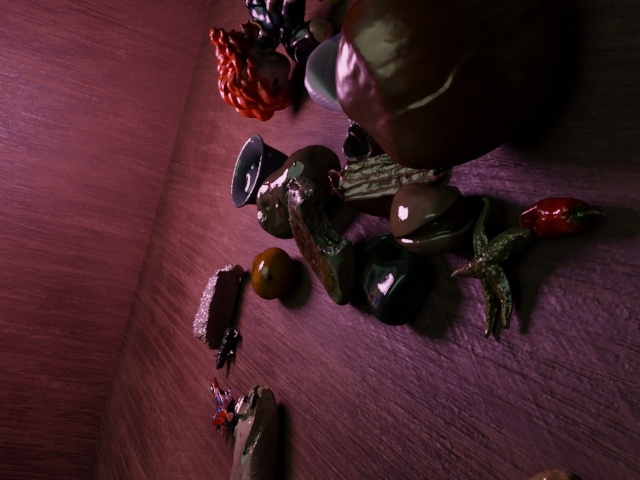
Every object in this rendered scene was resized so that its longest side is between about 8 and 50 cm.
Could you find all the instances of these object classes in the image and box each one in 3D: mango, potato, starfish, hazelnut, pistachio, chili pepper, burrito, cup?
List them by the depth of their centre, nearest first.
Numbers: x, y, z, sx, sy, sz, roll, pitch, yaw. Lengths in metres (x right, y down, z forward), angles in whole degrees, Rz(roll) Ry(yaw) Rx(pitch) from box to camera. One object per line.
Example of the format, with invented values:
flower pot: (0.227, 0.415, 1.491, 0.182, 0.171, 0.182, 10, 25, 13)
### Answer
chili pepper: (0.331, -0.033, 1.018, 0.191, 0.050, 0.059, 169, 97, -70)
starfish: (0.259, 0.038, 1.125, 0.217, 0.050, 0.223, 128, 146, -69)
hazelnut: (0.200, -0.295, 1.156, 0.372, 0.315, 0.372, -8, 75, 32)
pistachio: (0.185, -0.040, 1.219, 0.226, 0.136, 0.135, -143, 69, -79)
burrito: (-0.153, 0.503, 1.673, 0.175, 0.107, 0.347, 111, 160, -51)
potato: (-0.045, -0.113, 1.700, 0.262, 0.165, 0.165, -42, 40, 30)
mango: (-0.130, 0.082, 1.848, 0.227, 0.099, 0.136, -167, 87, -73)
cup: (-0.130, -0.166, 1.909, 0.199, 0.150, 0.199, -39, 44, 51)

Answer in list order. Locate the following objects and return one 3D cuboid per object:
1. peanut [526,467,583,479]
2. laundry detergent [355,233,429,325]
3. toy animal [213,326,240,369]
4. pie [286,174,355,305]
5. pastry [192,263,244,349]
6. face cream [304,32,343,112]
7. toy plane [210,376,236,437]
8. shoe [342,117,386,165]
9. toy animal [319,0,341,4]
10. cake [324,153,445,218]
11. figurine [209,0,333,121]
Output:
peanut: (0.266, 0.369, 0.904, 0.206, 0.087, 0.087, -66, 27, 23)
laundry detergent: (0.124, 0.053, 1.369, 0.144, 0.078, 0.221, -65, 26, 22)
toy animal: (-0.273, 0.313, 2.076, 0.065, 0.047, 0.135, -128, 55, -65)
pie: (0.000, 0.003, 1.489, 0.302, 0.067, 0.302, 61, 170, 19)
pastry: (-0.302, 0.186, 2.133, 0.112, 0.103, 0.265, 21, 90, 47)
face cream: (0.115, -0.399, 1.614, 0.420, 0.137, 0.234, -6, 69, 51)
toy plane: (-0.272, 0.444, 1.991, 0.130, 0.061, 0.189, -64, 24, 26)
shoe: (0.104, -0.240, 1.476, 0.099, 0.125, 0.227, 49, 128, 33)
toy animal: (0.033, -0.690, 1.948, 0.114, 0.091, 0.082, 1, 49, 51)
cake: (0.142, -0.110, 1.419, 0.287, 0.135, 0.098, -10, 62, 41)
figurine: (-0.139, -0.545, 2.009, 0.412, 0.306, 0.241, -41, 15, 33)
